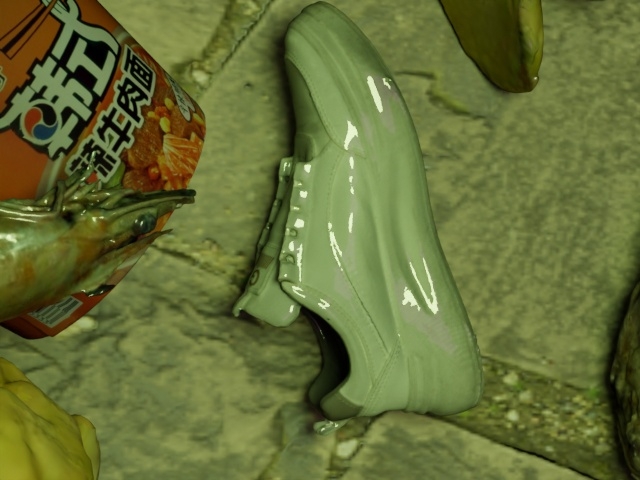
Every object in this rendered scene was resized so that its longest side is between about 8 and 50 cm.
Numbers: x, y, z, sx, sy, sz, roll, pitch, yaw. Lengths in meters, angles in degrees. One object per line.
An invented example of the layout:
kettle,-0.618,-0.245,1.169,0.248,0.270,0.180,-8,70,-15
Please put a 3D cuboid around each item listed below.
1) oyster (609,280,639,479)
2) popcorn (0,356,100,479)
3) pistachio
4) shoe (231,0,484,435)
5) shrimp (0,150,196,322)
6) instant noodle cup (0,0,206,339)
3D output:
oyster,0.294,0.103,1.360,0.166,0.094,0.294,5,79,-38
popcorn,-0.286,0.252,0.992,0.390,0.354,0.344,-35,106,28
pistachio,0.128,-0.194,1.286,0.049,0.089,0.173,-39,107,-29
shoe,0.000,0.000,1.227,0.159,0.124,0.316,-23,99,-12
shrimp,-0.206,-0.026,0.940,0.296,0.058,0.169,-22,100,-35
instant noodle cup,-0.208,-0.066,1.091,0.192,0.250,0.250,39,77,-25
